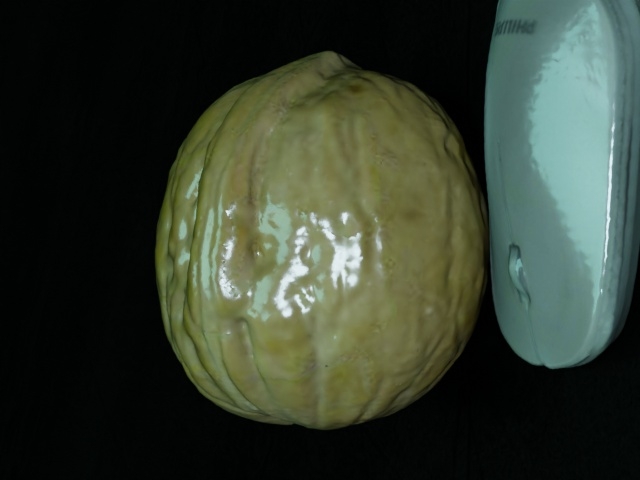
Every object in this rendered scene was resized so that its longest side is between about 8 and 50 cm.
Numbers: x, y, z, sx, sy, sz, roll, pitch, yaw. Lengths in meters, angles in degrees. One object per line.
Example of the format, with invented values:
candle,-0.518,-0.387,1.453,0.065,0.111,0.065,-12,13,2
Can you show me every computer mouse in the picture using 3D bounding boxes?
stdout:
computer mouse,0.180,-0.064,1.394,0.197,0.095,0.331,-179,91,-68

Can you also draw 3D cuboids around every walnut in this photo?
walnut,0.000,0.000,1.540,0.333,0.333,0.333,-7,83,64
